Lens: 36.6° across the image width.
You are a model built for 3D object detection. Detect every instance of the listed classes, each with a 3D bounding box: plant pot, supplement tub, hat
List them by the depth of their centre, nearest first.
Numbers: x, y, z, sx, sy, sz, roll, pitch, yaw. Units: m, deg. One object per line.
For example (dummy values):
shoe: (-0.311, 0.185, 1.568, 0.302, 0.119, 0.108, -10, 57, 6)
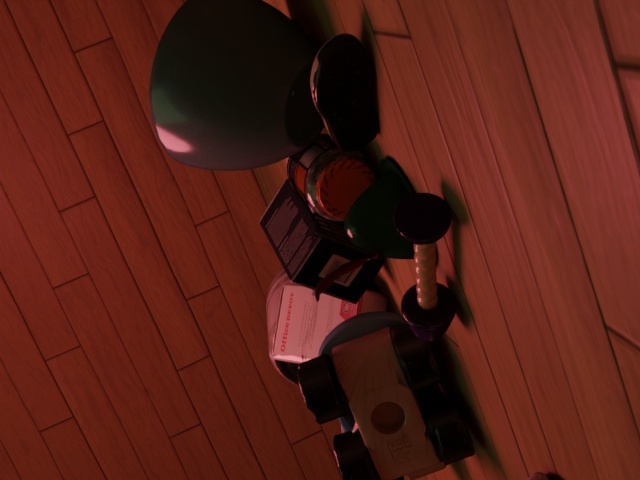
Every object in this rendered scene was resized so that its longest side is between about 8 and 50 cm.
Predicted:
hat: (0.044, -0.006, 1.360, 0.208, 0.183, 0.173, 90, 156, -74)
plant pot: (-0.096, -0.233, 1.507, 0.195, 0.290, 0.290, 18, 146, 29)
supplement tub: (0.020, -0.098, 1.523, 0.190, 0.117, 0.117, -131, 19, -69)

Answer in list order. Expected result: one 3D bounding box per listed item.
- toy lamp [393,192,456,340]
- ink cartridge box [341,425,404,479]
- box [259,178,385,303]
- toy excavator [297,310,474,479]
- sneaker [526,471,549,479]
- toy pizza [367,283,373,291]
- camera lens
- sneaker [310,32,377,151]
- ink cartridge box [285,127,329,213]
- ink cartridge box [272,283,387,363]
toy lamp: (0.139, 0.048, 1.265, 0.275, 0.080, 0.080, 75, 169, -57)
ink cartridge box: (0.103, 0.392, 1.972, 0.186, 0.065, 0.311, 55, -159, -34)
box: (0.000, 0.000, 1.778, 0.153, 0.108, 0.207, 22, -158, -32)
toy excavator: (0.143, 0.304, 1.768, 0.445, 0.222, 0.433, -82, -30, -76)
sneaker: (0.249, 0.402, 1.283, 0.269, 0.153, 0.101, 77, 167, -58)
toy pizza: (0.109, 0.140, 2.018, 0.201, 0.032, 0.201, 155, 90, -85)
camera lens: (-0.011, 0.182, 2.178, 0.274, 0.219, 0.219, -100, -9, -63)
sneaker: (0.018, -0.208, 1.296, 0.235, 0.084, 0.097, 79, 167, -62)
ink cartridge box: (0.000, -0.126, 1.699, 0.092, 0.089, 0.143, 76, 169, -54)
ink cartridge box: (0.016, 0.173, 1.918, 0.217, 0.092, 0.159, 2, 80, 43)
